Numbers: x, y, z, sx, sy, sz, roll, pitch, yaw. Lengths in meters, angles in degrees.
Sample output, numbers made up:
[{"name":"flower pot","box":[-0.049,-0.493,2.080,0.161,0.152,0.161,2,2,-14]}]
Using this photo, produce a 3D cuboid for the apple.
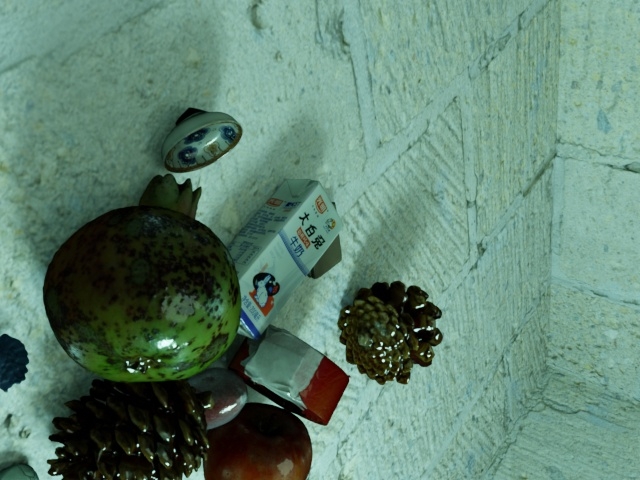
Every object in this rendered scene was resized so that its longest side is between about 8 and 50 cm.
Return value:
[{"name":"apple","box":[-0.126,0.443,1.464,0.234,0.234,0.234,-30,129,-45]}]

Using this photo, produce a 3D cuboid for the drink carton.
[{"name":"drink carton","box":[-0.093,0.027,1.392,0.315,0.107,0.130,-53,132,-27]}]

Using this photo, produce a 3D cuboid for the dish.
[{"name":"dish","box":[-0.206,-0.180,1.172,0.141,0.078,0.141,-28,166,-8]}]

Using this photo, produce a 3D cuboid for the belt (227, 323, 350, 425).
[{"name":"belt","box":[-0.061,0.268,1.446,0.115,0.227,0.324,-62,163,-17]}]

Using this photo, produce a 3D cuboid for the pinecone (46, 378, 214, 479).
[{"name":"pinecone","box":[-0.296,0.312,1.155,0.273,0.224,0.224,-28,131,-21]}]

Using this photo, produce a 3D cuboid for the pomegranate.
[{"name":"pomegranate","box":[-0.253,0.037,1.077,0.285,0.285,0.340,62,22,-48]}]

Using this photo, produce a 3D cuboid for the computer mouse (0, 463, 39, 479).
[{"name":"computer mouse","box":[-0.490,0.443,1.062,0.229,0.068,0.113,-61,144,-16]}]

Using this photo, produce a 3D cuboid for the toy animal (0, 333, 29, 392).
[{"name":"toy animal","box":[-0.464,0.220,0.915,0.176,0.239,0.255,14,50,-31]}]

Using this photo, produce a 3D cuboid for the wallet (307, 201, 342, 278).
[{"name":"wallet","box":[0.000,0.000,1.590,0.118,0.039,0.152,-33,127,-44]}]

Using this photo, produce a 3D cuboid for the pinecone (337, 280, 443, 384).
[{"name":"pinecone","box":[0.188,0.213,1.785,0.264,0.264,0.264,-30,129,-45]}]

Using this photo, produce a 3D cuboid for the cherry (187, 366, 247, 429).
[{"name":"cherry","box":[-0.216,0.308,1.336,0.188,0.148,0.115,-24,116,-48]}]
